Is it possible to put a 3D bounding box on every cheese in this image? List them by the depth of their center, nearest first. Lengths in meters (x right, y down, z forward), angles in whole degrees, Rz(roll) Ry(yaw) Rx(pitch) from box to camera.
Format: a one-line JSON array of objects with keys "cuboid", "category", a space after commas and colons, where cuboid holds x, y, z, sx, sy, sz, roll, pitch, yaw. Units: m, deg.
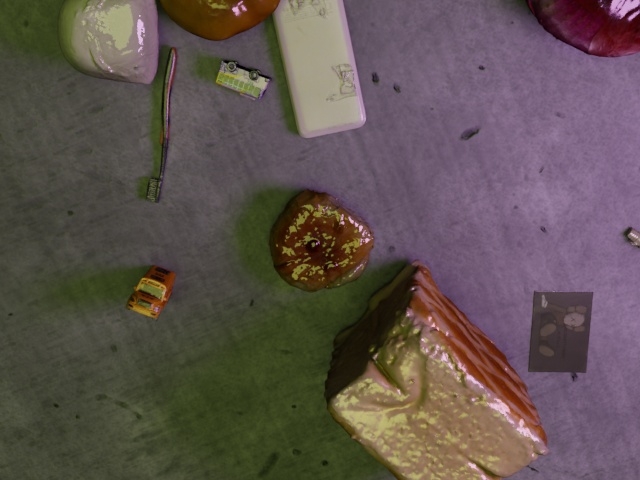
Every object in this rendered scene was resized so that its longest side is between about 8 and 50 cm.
[{"cuboid": [-0.401, -0.400, 1.538, 0.189, 0.154, 0.198, 0, 110, -7], "category": "cheese"}]

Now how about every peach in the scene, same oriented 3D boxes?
[{"cuboid": [-0.192, -0.502, 1.513, 0.251, 0.153, 0.251, -1, 101, -3], "category": "peach"}]

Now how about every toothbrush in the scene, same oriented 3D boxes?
[{"cuboid": [-0.318, -0.232, 1.650, 0.031, 0.023, 0.321, 10, 105, -10], "category": "toothbrush"}]

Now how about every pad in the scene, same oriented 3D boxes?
[{"cuboid": [0.522, 0.200, 1.762, 0.127, 0.004, 0.190, 0, 105, 1], "category": "pad"}]

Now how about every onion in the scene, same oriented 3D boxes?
[{"cuboid": [0.533, -0.503, 1.434, 0.347, 0.285, 0.348, -1, 99, -8], "category": "onion"}]

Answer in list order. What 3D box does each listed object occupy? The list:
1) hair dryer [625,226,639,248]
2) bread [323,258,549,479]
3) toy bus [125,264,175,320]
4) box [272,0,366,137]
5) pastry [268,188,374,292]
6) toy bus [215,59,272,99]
[{"cuboid": [0.835, 0.020, 1.673, 0.296, 0.119, 0.298, -36, 89, 3], "category": "hair dryer"}, {"cuboid": [0.222, 0.293, 1.606, 0.279, 0.371, 0.390, -43, 97, 15], "category": "bread"}, {"cuboid": [-0.345, 0.105, 1.669, 0.069, 0.162, 0.074, 22, 101, -5], "category": "toy bus"}, {"cuboid": [-0.003, -0.352, 1.603, 0.142, 0.044, 0.285, -11, 105, 6], "category": "box"}, {"cuboid": [0.000, 0.000, 1.668, 0.218, 0.100, 0.229, -17, 105, 5], "category": "pastry"}, {"cuboid": [-0.153, -0.318, 1.610, 0.102, 0.052, 0.058, 21, 107, -3], "category": "toy bus"}]
